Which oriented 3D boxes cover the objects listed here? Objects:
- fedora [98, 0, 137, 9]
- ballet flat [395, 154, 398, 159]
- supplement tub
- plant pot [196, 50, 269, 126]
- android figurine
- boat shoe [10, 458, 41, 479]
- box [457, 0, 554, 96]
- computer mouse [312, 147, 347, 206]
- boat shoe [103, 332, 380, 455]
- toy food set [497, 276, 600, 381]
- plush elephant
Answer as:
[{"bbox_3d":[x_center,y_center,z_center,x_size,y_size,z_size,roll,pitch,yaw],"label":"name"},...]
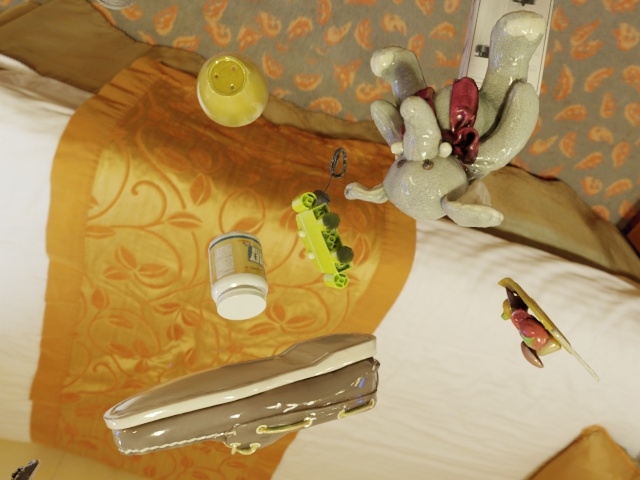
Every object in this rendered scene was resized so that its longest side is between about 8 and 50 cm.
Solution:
[{"bbox_3d":[-0.377,-0.615,0.971,0.124,0.243,0.275,12,123,16],"label":"fedora"},{"bbox_3d":[0.273,-0.240,1.099,0.248,0.086,0.086,-24,131,-27],"label":"ballet flat"},{"bbox_3d":[-0.215,0.090,1.256,0.144,0.199,0.144,-9,144,-7],"label":"supplement tub"},{"bbox_3d":[-0.160,-0.277,0.852,0.134,0.095,0.134,0,94,-3],"label":"plant pot"},{"bbox_3d":[0.000,0.000,1.197,0.056,0.273,0.248,-24,96,-17],"label":"android figurine"},{"bbox_3d":[-0.555,0.441,0.894,0.038,0.125,0.046,31,86,-18],"label":"boat shoe"},{"bbox_3d":[0.409,-0.448,1.071,0.169,0.087,0.290,10,82,4],"label":"box"},{"bbox_3d":[0.008,-0.148,1.347,0.071,0.041,0.242,22,100,-32],"label":"computer mouse"},{"bbox_3d":[-0.067,0.186,0.550,0.324,0.117,0.096,-8,93,-32],"label":"boat shoe"},{"bbox_3d":[0.352,0.150,0.811,0.071,0.218,0.128,-42,110,15],"label":"toy food set"},{"bbox_3d":[0.176,-0.144,0.733,0.272,0.255,0.330,7,122,31],"label":"plush elephant"}]
